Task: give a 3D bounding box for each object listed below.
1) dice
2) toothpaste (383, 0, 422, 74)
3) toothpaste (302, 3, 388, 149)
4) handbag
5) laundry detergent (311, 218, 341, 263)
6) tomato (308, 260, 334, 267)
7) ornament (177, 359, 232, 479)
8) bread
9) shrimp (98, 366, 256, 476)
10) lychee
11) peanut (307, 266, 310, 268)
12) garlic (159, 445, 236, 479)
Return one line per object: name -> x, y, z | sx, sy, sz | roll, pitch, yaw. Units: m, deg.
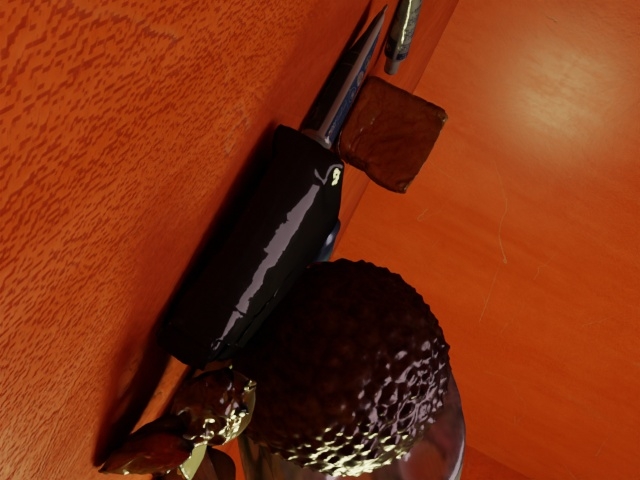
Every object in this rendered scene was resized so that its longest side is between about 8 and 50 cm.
dice -> 0.037, 0.320, 1.237 | 0.348, 0.331, 0.327 | 140, -59, -66
toothpaste -> 0.126, -0.326, 1.017 | 0.062, 0.037, 0.216 | -60, 172, -34
toothpaste -> 0.025, -0.168, 0.758 | 0.197, 0.035, 0.057 | -64, -174, -14
handbag -> -0.054, 0.023, 0.673 | 0.223, 0.080, 0.247 | -61, 176, -8
laundry detergent -> -0.001, -0.001, 1.464 | 0.096, 0.061, 0.206 | -53, 173, -16
tomato -> -0.032, 0.110, 1.397 | 0.228, 0.112, 0.199 | -42, 166, 23
ornament -> -0.158, 0.214, 0.882 | 0.180, 0.059, 0.201 | -39, 154, -79
bread -> 0.110, -0.170, 1.129 | 0.158, 0.143, 0.149 | -59, 178, 14
shrimp -> -0.121, 0.156, 0.590 | 0.152, 0.062, 0.287 | -25, 171, -16
lychee -> 0.024, 0.152, 0.828 | 0.260, 0.261, 0.260 | -62, 177, -6
peanut -> -0.053, 0.094, 1.149 | 0.229, 0.098, 0.103 | -49, 125, -79
garlic -> -0.196, 0.421, 1.111 | 0.160, 0.214, 0.191 | -39, -151, -3
